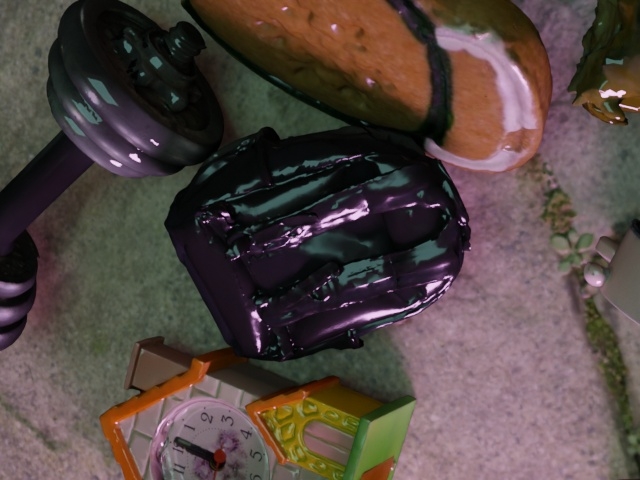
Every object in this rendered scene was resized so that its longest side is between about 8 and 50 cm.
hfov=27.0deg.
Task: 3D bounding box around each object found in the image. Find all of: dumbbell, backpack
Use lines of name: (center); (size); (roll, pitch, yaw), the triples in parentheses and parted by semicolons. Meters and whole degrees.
dumbbell: (-0.250, -0.052, 1.196); (0.406, 0.179, 0.179); (-40, 78, 21)
backpack: (0.000, 0.000, 1.101); (0.258, 0.133, 0.206); (-17, 110, 22)

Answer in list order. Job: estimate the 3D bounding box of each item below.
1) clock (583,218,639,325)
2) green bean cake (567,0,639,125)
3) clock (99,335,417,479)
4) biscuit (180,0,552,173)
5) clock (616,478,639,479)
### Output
clock: (0.283, 0.041, 0.977); (0.229, 0.155, 0.063); (44, 113, 53)
green bean cake: (0.251, -0.217, 0.915); (0.285, 0.202, 0.310); (18, 105, 5)
clock: (-0.075, 0.203, 1.175); (0.255, 0.106, 0.220); (20, 102, 22)
biscuit: (0.021, -0.174, 1.027); (0.344, 0.287, 0.057); (28, 68, 15)
clock: (0.315, 0.258, 1.024); (0.193, 0.073, 0.144); (-6, 92, 25)
